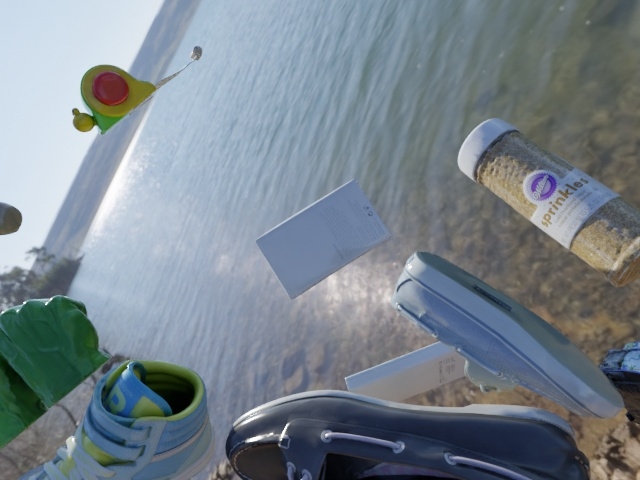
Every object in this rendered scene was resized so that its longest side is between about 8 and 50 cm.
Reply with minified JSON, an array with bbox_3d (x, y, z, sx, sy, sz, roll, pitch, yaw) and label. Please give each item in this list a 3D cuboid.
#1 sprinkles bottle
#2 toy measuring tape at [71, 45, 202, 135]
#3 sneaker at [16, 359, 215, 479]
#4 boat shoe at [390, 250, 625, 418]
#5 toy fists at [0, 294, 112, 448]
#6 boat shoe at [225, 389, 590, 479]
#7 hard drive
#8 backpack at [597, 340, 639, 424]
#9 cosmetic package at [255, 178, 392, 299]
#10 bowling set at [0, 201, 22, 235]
[{"bbox_3d":[0.401,-0.078,0.841,0.121,0.121,0.355,-56,51,19],"label":"sprinkles bottle"},{"bbox_3d":[-0.408,-0.354,1.056,0.330,0.121,0.121,-48,18,-20],"label":"toy measuring tape"},{"bbox_3d":[-0.267,0.243,0.551,0.127,0.319,0.208,39,135,30],"label":"sneaker"},{"bbox_3d":[0.168,0.101,0.477,0.228,0.079,0.081,37,114,24],"label":"boat shoe"},{"bbox_3d":[-0.428,0.183,0.705,0.279,0.142,0.096,-38,4,19],"label":"toy fists"},{"bbox_3d":[0.054,0.204,0.429,0.336,0.112,0.095,-7,25,18],"label":"boat shoe"},{"bbox_3d":[0.256,0.365,1.330,0.353,0.233,0.047,-22,53,0],"label":"hard drive"},{"bbox_3d":[0.429,0.180,0.622,0.084,0.105,0.114,-42,-5,-14],"label":"backpack"},{"bbox_3d":[0.000,0.000,1.004,0.225,0.138,0.224,-33,0,-4],"label":"cosmetic package"},{"bbox_3d":[-0.570,-0.091,0.651,0.200,0.154,0.286,-61,-31,-57],"label":"bowling set"}]
